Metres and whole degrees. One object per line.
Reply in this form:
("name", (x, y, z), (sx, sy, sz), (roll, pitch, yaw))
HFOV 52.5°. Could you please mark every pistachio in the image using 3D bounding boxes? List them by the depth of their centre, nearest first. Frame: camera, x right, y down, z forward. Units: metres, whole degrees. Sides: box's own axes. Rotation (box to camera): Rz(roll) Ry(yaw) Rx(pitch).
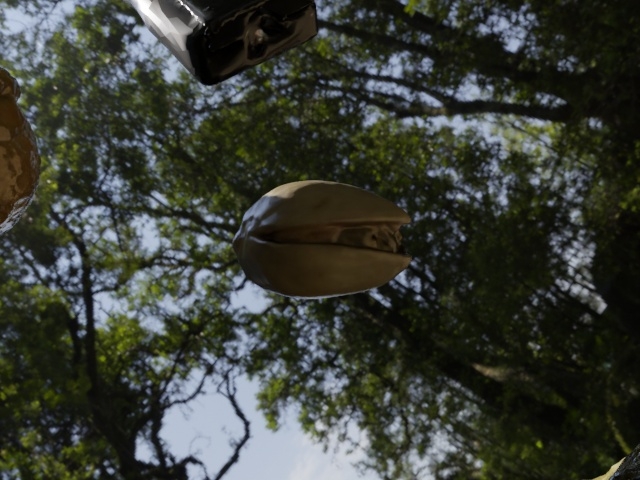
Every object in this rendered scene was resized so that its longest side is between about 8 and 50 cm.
("pistachio", (0.000, 0.000, 0.658), (0.124, 0.185, 0.124), (3, -90, -88))

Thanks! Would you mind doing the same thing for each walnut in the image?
("walnut", (-0.550, -0.133, 0.914), (0.333, 0.333, 0.333), (-44, -23, -25))

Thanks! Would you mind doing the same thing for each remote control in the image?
("remote control", (-0.148, -0.291, 0.658), (0.144, 0.399, 0.062), (-31, -38, -14))

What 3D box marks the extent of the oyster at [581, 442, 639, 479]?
("oyster", (0.347, 0.157, 0.420), (0.361, 0.221, 0.096), (-34, 31, 47))
